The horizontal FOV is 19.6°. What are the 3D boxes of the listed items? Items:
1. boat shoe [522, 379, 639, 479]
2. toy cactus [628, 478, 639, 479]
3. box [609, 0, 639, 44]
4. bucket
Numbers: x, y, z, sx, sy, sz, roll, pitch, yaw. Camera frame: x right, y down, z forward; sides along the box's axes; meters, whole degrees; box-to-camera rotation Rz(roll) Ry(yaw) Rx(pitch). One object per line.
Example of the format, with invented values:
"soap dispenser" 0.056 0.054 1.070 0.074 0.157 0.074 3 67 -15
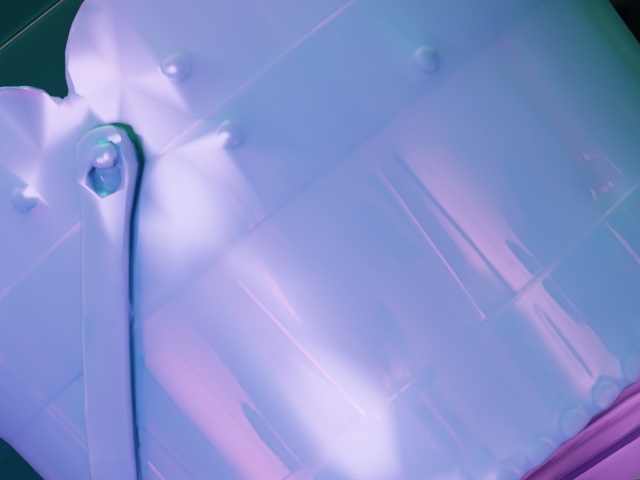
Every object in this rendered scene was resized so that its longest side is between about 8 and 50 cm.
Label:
"boat shoe" 0.157 0.052 0.582 0.267 0.096 0.088 -35 26 9
"toy cactus" 0.130 0.131 0.471 0.219 0.112 0.180 -21 44 11
"box" 0.316 -0.331 0.768 0.472 0.297 0.480 -11 27 23
"bucket" 0.000 0.000 0.633 0.281 0.183 0.281 -38 -2 -1
